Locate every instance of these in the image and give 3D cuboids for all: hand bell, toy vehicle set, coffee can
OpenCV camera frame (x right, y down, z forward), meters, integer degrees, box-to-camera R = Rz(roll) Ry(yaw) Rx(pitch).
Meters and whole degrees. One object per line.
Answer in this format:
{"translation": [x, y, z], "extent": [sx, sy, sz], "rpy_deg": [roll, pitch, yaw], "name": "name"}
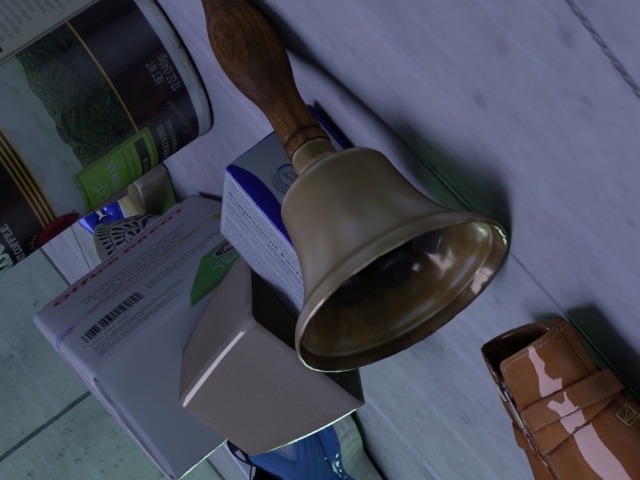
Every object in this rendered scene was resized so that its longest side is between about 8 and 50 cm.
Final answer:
{"translation": [-0.011, -0.060, 0.656], "extent": [0.242, 0.126, 0.126], "rpy_deg": [59, 169, 27], "name": "hand bell"}
{"translation": [-0.255, -0.122, 1.313], "extent": [0.267, 0.035, 0.166], "rpy_deg": [48, 164, 18], "name": "toy vehicle set"}
{"translation": [-0.255, -0.092, 0.922], "extent": [0.201, 0.275, 0.201], "rpy_deg": [48, 164, 18], "name": "coffee can"}

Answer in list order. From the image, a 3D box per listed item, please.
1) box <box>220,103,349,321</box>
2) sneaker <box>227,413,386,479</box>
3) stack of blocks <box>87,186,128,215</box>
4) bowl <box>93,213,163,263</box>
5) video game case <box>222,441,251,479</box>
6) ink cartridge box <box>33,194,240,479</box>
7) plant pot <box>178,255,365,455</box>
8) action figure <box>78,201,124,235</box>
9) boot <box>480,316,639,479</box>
{"translation": [0.000, 0.000, 0.762], "extent": [0.126, 0.072, 0.137], "rpy_deg": [49, 165, 8], "name": "box"}
{"translation": [-0.011, 0.278, 1.272], "extent": [0.130, 0.147, 0.330], "rpy_deg": [34, 158, 51], "name": "sneaker"}
{"translation": [-0.321, -0.150, 1.218], "extent": [0.297, 0.087, 0.171], "rpy_deg": [45, 148, 23], "name": "stack of blocks"}
{"translation": [-0.154, 0.029, 1.223], "extent": [0.170, 0.080, 0.170], "rpy_deg": [51, -170, -13], "name": "bowl"}
{"translation": [-0.036, 0.314, 1.495], "extent": [0.329, 0.036, 0.300], "rpy_deg": [55, 180, -9], "name": "video game case"}
{"translation": [-0.120, 0.070, 1.023], "extent": [0.117, 0.201, 0.278], "rpy_deg": [56, 165, -18], "name": "ink cartridge box"}
{"translation": [-0.044, 0.089, 0.846], "extent": [0.109, 0.096, 0.109], "rpy_deg": [40, -161, -21], "name": "plant pot"}
{"translation": [-0.276, -0.024, 1.481], "extent": [0.280, 0.091, 0.139], "rpy_deg": [56, 173, -11], "name": "action figure"}
{"translation": [0.135, 0.119, 0.642], "extent": [0.152, 0.073, 0.197], "rpy_deg": [51, 153, 3], "name": "boot"}
